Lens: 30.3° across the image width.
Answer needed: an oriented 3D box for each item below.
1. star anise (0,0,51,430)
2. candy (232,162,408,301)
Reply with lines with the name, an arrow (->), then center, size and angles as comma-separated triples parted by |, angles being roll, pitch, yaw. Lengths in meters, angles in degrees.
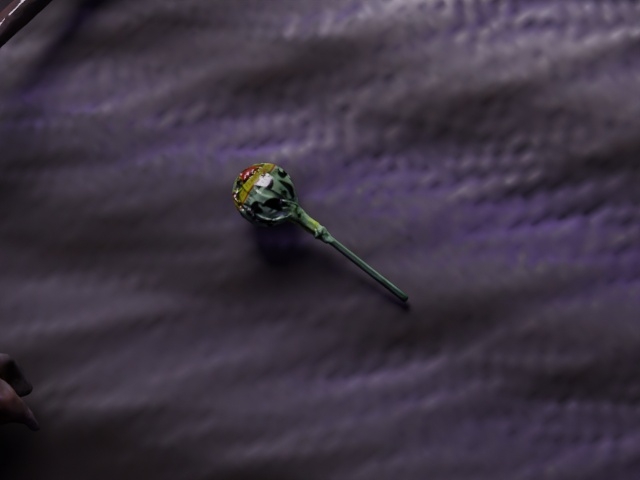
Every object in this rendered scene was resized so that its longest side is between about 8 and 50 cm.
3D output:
star anise -> -0.138, -0.019, 0.435 | 0.218, 0.148, 0.227 | -5, 100, -33
candy -> 0.000, 0.000, 0.470 | 0.083, 0.025, 0.023 | 40, 137, 0
